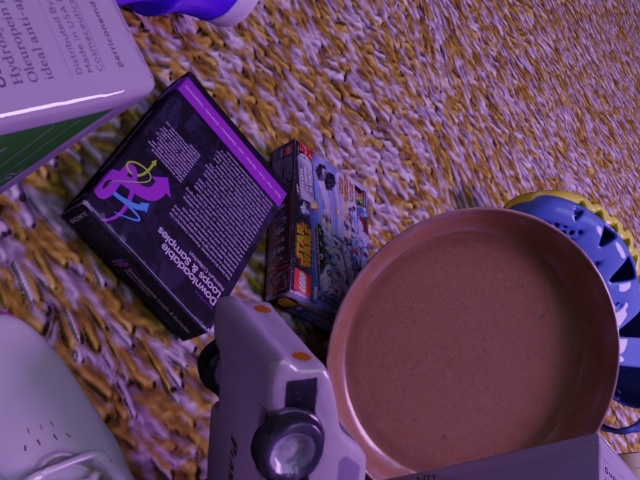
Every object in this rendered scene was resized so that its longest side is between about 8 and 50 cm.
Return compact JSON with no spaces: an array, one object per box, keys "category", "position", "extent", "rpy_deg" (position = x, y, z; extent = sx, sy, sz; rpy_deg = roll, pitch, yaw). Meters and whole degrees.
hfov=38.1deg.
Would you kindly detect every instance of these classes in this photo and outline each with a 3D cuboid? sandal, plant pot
[{"category":"sandal","position":[0.288,0.084,0.978],"extent":[0.317,0.126,0.138],"rpy_deg":[51,42,-18]},{"category":"plant pot","position":[0.116,0.091,0.710],"extent":[0.236,0.236,0.032],"rpy_deg":[57,-7,-12]}]

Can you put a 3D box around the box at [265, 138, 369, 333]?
[{"category":"box","position":[0.000,0.000,0.727],"extent":[0.094,0.027,0.137],"rpy_deg":[32,48,-40]}]

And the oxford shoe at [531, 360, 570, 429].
[{"category":"oxford shoe","position":[0.201,0.203,0.819],"extent":[0.098,0.097,0.271],"rpy_deg":[-72,144,-74]}]

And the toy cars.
[{"category":"toy cars","position":[0.008,0.222,0.471],"extent":[0.087,0.176,0.394],"rpy_deg":[-4,72,-25]}]

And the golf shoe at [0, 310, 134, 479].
[{"category":"golf shoe","position":[-0.092,0.166,0.419],"extent":[0.115,0.140,0.306],"rpy_deg":[-16,82,-53]}]

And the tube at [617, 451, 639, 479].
[{"category":"tube","position":[0.334,0.339,0.948],"extent":[0.070,0.062,0.240],"rpy_deg":[-4,74,-8]}]

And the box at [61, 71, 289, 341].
[{"category":"box","position":[-0.090,-0.027,0.626],"extent":[0.116,0.029,0.162],"rpy_deg":[50,37,-20]}]

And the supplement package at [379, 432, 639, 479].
[{"category":"supplement package","position":[0.124,0.263,0.592],"extent":[0.149,0.194,0.203],"rpy_deg":[47,39,-26]}]

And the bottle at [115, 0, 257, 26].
[{"category":"bottle","position":[-0.154,-0.211,0.592],"extent":[0.283,0.092,0.118],"rpy_deg":[13,60,-49]}]

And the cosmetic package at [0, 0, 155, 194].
[{"category":"cosmetic package","position":[-0.257,-0.047,0.277],"extent":[0.365,0.197,0.155],"rpy_deg":[-30,95,-53]}]
